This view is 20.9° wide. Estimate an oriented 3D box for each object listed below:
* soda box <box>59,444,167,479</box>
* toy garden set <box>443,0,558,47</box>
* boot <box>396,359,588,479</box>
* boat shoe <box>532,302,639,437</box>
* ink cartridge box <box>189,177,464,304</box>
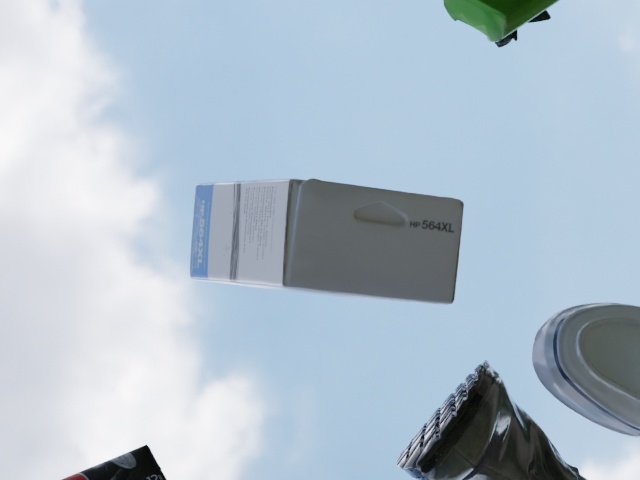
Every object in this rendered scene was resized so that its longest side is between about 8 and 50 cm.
[{"bbox_3d":[-0.211,0.239,1.474,0.053,0.169,0.060,54,158,41],"label":"soda box"},{"bbox_3d":[0.075,-0.202,0.988,0.204,0.244,0.049,-35,-36,-31],"label":"toy garden set"},{"bbox_3d":[0.142,0.161,1.121,0.161,0.083,0.246,42,-176,11],"label":"boot"},{"bbox_3d":[0.242,0.082,1.052,0.226,0.076,0.083,15,-114,-20],"label":"boat shoe"},{"bbox_3d":[0.000,0.000,1.369,0.148,0.203,0.086,6,-91,-23],"label":"ink cartridge box"}]
